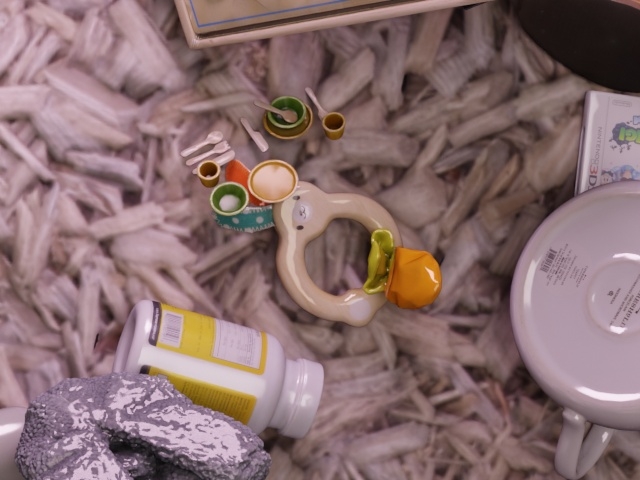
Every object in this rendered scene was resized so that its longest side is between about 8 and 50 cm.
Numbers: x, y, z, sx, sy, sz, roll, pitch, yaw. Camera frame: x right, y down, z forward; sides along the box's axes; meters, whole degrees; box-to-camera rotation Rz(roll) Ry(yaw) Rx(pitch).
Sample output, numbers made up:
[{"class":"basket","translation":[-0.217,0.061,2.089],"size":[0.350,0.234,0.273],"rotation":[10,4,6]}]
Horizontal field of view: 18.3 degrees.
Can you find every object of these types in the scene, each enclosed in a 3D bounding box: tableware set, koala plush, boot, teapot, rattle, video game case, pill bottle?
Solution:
[{"class":"tableware set","translation":[-0.048,-0.085,1.874],"size":[0.154,0.024,0.104],"rotation":[-27,62,-14]},{"class":"koala plush","translation":[-0.176,0.247,1.770],"size":[0.203,0.221,0.196],"rotation":[34,52,25]},{"class":"boot","translation":[0.342,-0.215,1.977],"size":[0.305,0.112,0.115],"rotation":[14,56,-9]},{"class":"teapot","translation":[0.309,0.073,1.910],"size":[0.256,0.187,0.253],"rotation":[-20,73,16]},{"class":"rattle","translation":[0.000,0.000,1.857],"size":[0.199,0.143,0.130],"rotation":[42,99,-16]},{"class":"video game case","translation":[0.333,-0.070,1.996],"size":[0.157,0.019,0.143],"rotation":[7,88,-14]},{"class":"pill bottle","translation":[-0.095,0.126,1.846],"size":[0.184,0.103,0.103],"rotation":[17,85,-13]}]

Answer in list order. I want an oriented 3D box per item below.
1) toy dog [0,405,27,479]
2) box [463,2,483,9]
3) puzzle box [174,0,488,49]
[{"class":"toy dog","translation":[-0.423,0.203,1.765],"size":[0.333,0.161,0.220],"rotation":[20,82,-27]},{"class":"box","translation":[0.116,-0.370,1.834],"size":[0.076,0.242,0.307],"rotation":[-35,96,-12]},{"class":"puzzle box","translation":[0.023,-0.324,1.742],"size":[0.052,0.409,0.272],"rotation":[-44,122,-54]}]
